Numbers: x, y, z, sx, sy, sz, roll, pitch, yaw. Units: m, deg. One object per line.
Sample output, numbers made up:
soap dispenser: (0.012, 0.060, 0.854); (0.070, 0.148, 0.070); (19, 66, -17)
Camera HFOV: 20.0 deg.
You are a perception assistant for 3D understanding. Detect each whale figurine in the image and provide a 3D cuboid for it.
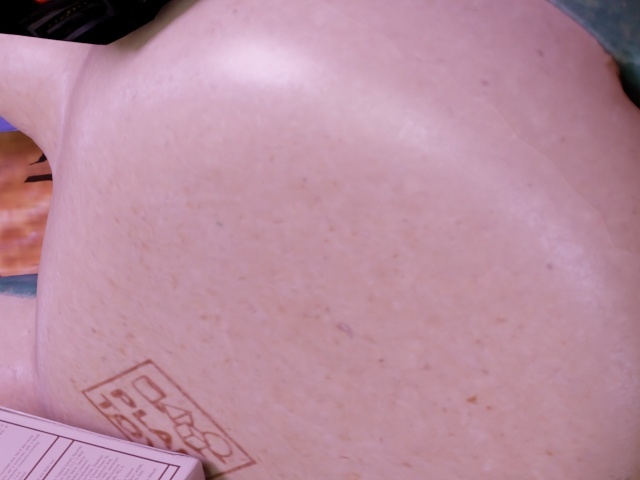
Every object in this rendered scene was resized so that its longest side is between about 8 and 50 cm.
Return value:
whale figurine: (0.000, 0.000, 0.497); (0.216, 0.141, 0.272); (44, 142, -11)

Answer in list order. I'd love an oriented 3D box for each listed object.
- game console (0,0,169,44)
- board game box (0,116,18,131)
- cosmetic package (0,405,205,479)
game console: (0.046, -0.191, 0.411); (0.361, 0.044, 0.213); (-27, 47, 14)
board game box: (-0.183, -0.095, 0.600); (0.201, 0.035, 0.136); (-3, 100, 26)
cosmetic package: (-0.072, 0.154, 0.536); (0.099, 0.060, 0.239); (13, 134, 24)
